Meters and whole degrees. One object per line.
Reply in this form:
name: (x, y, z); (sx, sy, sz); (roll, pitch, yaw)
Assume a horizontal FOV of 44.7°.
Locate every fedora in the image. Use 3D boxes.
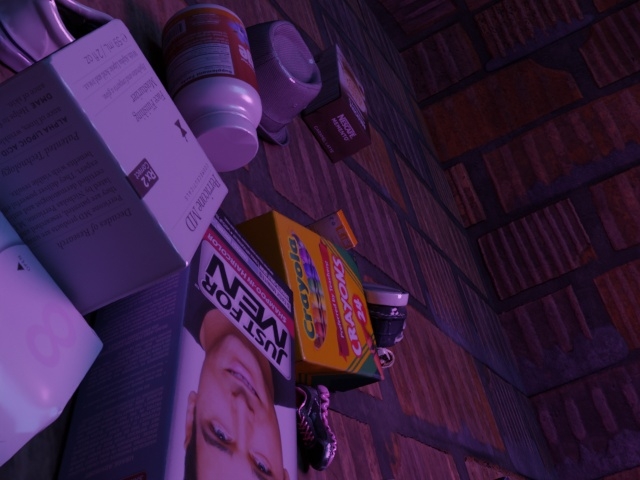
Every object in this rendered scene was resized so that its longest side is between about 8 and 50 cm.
fedora: (-0.078, -0.294, 1.355); (0.243, 0.124, 0.275); (68, 18, 7)

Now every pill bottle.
pill bottle: (-0.145, -0.204, 1.049); (0.121, 0.121, 0.216); (40, 31, -53)

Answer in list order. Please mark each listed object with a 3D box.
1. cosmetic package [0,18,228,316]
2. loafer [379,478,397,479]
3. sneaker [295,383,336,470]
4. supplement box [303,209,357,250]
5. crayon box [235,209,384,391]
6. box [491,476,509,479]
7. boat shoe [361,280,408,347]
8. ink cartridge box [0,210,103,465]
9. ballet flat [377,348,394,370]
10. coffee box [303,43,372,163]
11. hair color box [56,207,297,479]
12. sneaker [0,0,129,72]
cosmetic package: (-0.198, -0.056, 0.647); (0.183, 0.151, 0.151); (59, 20, -21)
loafer: (0.031, 0.328, 0.900); (0.096, 0.084, 0.267); (58, 15, 10)
sneaker: (-0.016, 0.234, 0.987); (0.057, 0.047, 0.119); (26, 37, -35)
supplement box: (0.000, 0.000, 1.230); (0.062, 0.098, 0.036); (63, 14, -4)
crayon box: (-0.025, 0.088, 1.044); (0.318, 0.081, 0.202); (27, 47, -61)
box: (0.205, 0.524, 0.996); (0.312, 0.179, 0.343); (9, 58, -67)
boat shoe: (0.089, 0.120, 1.317); (0.302, 0.114, 0.091); (10, 88, -84)
ink cartridge box: (-0.251, 0.068, 0.499); (0.189, 0.066, 0.232); (59, 14, -20)
ballet flat: (0.077, 0.186, 1.282); (0.168, 0.052, 0.057); (26, 43, -63)
coffee box: (0.033, -0.307, 1.731); (0.141, 0.098, 0.246); (52, 22, -35)
hair color box: (-0.112, 0.144, 0.697); (0.185, 0.114, 0.374); (52, 23, -36)
sneaker: (-0.231, -0.182, 0.818); (0.258, 0.091, 0.094); (30, 39, -61)
